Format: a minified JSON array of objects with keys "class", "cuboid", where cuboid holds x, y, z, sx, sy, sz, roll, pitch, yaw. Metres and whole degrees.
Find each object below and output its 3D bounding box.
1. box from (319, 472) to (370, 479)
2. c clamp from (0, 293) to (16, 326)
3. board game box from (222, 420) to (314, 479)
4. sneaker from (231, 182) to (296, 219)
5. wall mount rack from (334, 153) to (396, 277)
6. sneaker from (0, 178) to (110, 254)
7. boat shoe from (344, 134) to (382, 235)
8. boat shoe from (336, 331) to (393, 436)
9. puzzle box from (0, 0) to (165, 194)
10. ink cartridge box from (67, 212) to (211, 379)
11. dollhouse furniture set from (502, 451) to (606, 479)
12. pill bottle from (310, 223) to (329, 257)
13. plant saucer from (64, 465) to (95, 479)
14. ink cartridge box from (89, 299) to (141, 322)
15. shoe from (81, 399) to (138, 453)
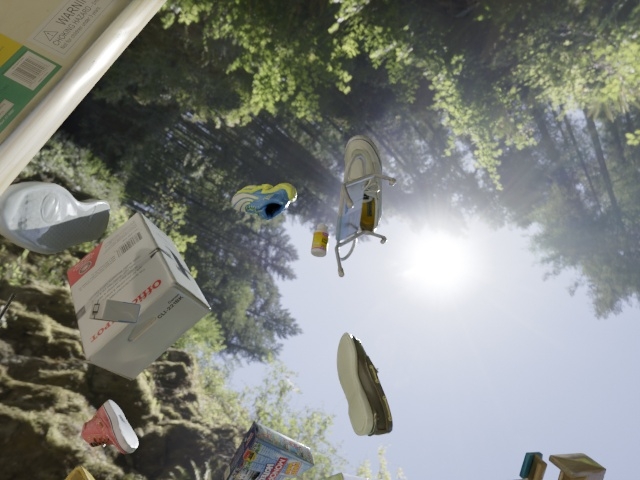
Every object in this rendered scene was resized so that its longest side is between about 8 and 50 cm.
[{"class":"box","cuboid":[-0.050,0.633,0.958,0.321,0.232,0.059,-27,-128,7]},{"class":"c clamp","cuboid":[-0.530,0.169,0.617,0.160,0.022,0.137,-32,-145,22]},{"class":"board game box","cuboid":[-0.126,0.582,1.065,0.194,0.193,0.060,-61,-158,13]},{"class":"sneaker","cuboid":[-0.197,-0.118,1.303,0.239,0.091,0.126,-12,-148,24]},{"class":"wall mount rack","cuboid":[0.105,-0.061,1.195,0.130,0.304,0.351,21,-60,30]},{"class":"sneaker","cuboid":[-0.463,-0.046,0.644,0.296,0.146,0.105,-162,-97,-83]},{"class":"boat shoe","cuboid":[0.147,-0.174,1.442,0.135,0.368,0.157,1,-144,14]},{"class":"boat shoe","cuboid":[0.115,0.385,1.123,0.305,0.091,0.109,-104,-148,-52]},{"class":"puzzle box","cuboid":[-0.355,-0.252,0.423,0.409,0.271,0.052,-65,-174,-22]},{"class":"ink cartridge box","cuboid":[-0.364,0.098,0.808,0.197,0.114,0.273,-42,-134,-6]},{"class":"dollhouse furniture set","cuboid":[0.366,0.406,0.660,0.129,0.128,0.184,-150,-109,-67]},{"class":"pill bottle","cuboid":[0.000,0.000,1.098,0.043,0.043,0.084,-13,-123,37]},{"class":"plant saucer","cuboid":[-0.550,0.758,0.924,0.332,0.081,0.333,37,-92,29]},{"class":"ink cartridge box","cuboid":[-0.304,0.104,0.600,0.083,0.048,0.028,-11,-113,47]},{"class":"shoe","cuboid":[-0.483,0.446,0.934,0.081,0.064,0.177,-44,-140,-21]}]
